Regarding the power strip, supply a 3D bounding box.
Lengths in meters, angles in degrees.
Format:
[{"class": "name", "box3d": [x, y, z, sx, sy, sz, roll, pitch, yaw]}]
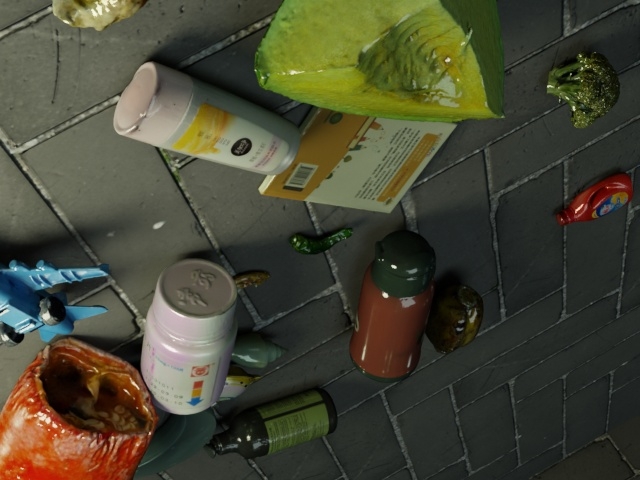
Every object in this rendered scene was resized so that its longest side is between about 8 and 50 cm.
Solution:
[{"class": "power strip", "box3d": [-0.284, 0.370, 1.872, 0.253, 0.054, 0.167, -44, 147, 17]}]

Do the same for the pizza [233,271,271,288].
[{"class": "pizza", "box3d": [-0.119, 0.069, 1.658, 0.083, 0.016, 0.037, -7, 145, -34]}]

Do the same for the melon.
[{"class": "melon", "box3d": [0.123, -0.258, 1.283, 0.331, 0.226, 0.343, -51, 156, 6]}]

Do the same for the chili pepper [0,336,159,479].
[{"class": "chili pepper", "box3d": [-0.410, 0.339, 1.579, 0.251, 0.229, 0.305, 26, 123, -11]}]

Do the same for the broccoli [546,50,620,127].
[{"class": "broccoli", "box3d": [0.442, -0.256, 1.619, 0.120, 0.131, 0.130, 8, 158, 8]}]

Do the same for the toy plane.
[{"class": "toy plane", "box3d": [-0.433, 0.080, 1.358, 0.254, 0.105, 0.271, -27, 152, 18]}]

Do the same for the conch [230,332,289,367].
[{"class": "conch", "box3d": [-0.136, 0.202, 1.783, 0.180, 0.088, 0.065, 8, 86, -35]}]

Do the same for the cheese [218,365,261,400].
[{"class": "cheese", "box3d": [-0.230, 0.258, 1.749, 0.250, 0.064, 0.156, 4, 162, -25]}]

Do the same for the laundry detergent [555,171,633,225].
[{"class": "laundry detergent", "box3d": [0.560, -0.079, 1.981, 0.165, 0.049, 0.097, -25, 138, -9]}]

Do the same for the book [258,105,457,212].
[{"class": "book", "box3d": [0.065, -0.135, 1.546, 0.295, 0.020, 0.208, 6, 130, -43]}]

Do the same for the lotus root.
[{"class": "lotus root", "box3d": [0.274, 0.164, 2.004, 0.120, 0.120, 0.210, -15, 143, -23]}]

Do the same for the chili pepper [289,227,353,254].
[{"class": "chili pepper", "box3d": [0.000, 0.006, 1.659, 0.117, 0.035, 0.055, -8, 156, -25]}]

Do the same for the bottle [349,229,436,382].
[{"class": "bottle", "box3d": [0.138, 0.122, 1.816, 0.144, 0.144, 0.336, -18, 143, -20]}]

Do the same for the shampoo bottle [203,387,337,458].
[{"class": "shampoo bottle", "box3d": [-0.107, 0.388, 1.989, 0.283, 0.101, 0.101, -13, 141, -26]}]

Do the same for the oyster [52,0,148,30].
[{"class": "oyster", "box3d": [-0.179, -0.369, 0.999, 0.275, 0.100, 0.271, -21, 129, -9]}]

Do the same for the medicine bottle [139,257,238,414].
[{"class": "medicine bottle", "box3d": [-0.215, 0.158, 1.577, 0.152, 0.152, 0.255, -13, 140, -26]}]

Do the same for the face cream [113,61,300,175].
[{"class": "face cream", "box3d": [-0.148, -0.156, 1.309, 0.269, 0.073, 0.107, 16, 116, -46]}]
